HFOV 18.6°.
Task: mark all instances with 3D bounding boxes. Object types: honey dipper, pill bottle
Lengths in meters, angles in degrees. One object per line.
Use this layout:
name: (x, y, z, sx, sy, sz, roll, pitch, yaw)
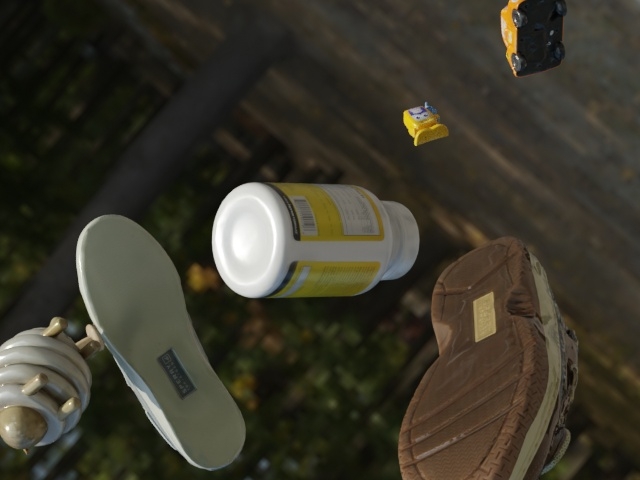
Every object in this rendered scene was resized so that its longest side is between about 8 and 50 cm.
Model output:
honey dipper: (-0.261, 0.117, 1.921, 0.030, 0.160, 0.030, 47, 154, 31)
pill bottle: (0.000, 0.000, 1.770, 0.184, 0.103, 0.103, 1, -150, -43)

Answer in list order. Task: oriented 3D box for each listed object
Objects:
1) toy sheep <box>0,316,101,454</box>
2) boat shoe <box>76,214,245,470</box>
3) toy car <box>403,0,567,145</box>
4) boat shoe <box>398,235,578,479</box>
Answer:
toy sheep: (-0.216, 0.108, 1.504, 0.091, 0.091, 0.132, 41, -141, -19)
boat shoe: (-0.140, 0.085, 1.588, 0.228, 0.079, 0.081, 63, 158, -10)
toy car: (0.096, -0.115, 1.199, 0.040, 0.122, 0.060, 55, 173, 48)
boat shoe: (0.112, 0.096, 1.113, 0.095, 0.095, 0.257, 55, -153, -21)
